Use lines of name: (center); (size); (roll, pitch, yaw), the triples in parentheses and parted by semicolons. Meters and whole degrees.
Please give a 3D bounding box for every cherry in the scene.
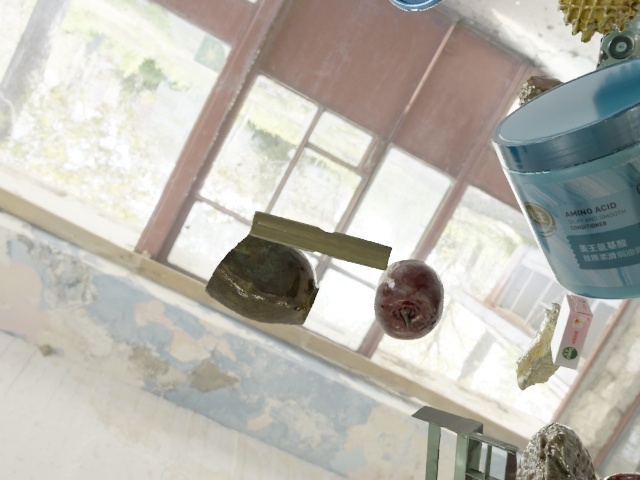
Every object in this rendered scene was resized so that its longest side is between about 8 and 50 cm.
cherry: (0.254, 0.163, 1.538); (0.203, 0.230, 0.300); (-4, -164, 8)

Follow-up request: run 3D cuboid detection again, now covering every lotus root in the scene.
lotus root: (-0.121, 0.104, 1.432); (0.260, 0.149, 0.267); (33, -140, 11)

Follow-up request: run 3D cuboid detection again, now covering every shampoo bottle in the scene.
shampoo bottle: (0.544, -0.114, 0.998); (0.342, 0.331, 0.331); (60, 176, -18)

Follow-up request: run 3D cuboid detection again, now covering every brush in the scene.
brush: (0.000, 0.000, 1.054); (0.283, 0.054, 0.048); (15, -174, 2)

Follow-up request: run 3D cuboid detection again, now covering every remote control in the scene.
remote control: (0.731, -0.481, 1.286); (0.097, 0.256, 0.045); (20, -163, 27)

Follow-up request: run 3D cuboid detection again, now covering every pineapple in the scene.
pineapple: (0.566, -0.308, 1.411); (0.111, 0.237, 0.119); (-12, -140, -21)

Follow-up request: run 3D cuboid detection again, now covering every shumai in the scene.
shumai: (0.601, 0.618, 1.208); (0.283, 0.346, 0.217); (23, 142, 8)

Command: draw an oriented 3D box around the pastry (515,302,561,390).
pastry: (0.600, 0.300, 1.422); (0.089, 0.258, 0.121); (15, -144, 6)

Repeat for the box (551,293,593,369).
box: (0.500, 0.181, 1.062); (0.043, 0.125, 0.089); (12, -159, 16)

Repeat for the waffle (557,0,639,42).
waffle: (0.575, -0.516, 1.073); (0.070, 0.197, 0.193); (-4, -123, -38)

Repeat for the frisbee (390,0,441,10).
frisbee: (0.212, -0.573, 1.037); (0.045, 0.242, 0.242); (-7, -151, -40)

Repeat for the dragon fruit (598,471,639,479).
dragon fruit: (0.916, 0.681, 1.352); (0.329, 0.228, 0.286); (36, -166, -47)

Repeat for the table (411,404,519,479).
table: (0.227, 0.363, 0.842); (0.175, 0.146, 0.062); (8, -171, 37)
